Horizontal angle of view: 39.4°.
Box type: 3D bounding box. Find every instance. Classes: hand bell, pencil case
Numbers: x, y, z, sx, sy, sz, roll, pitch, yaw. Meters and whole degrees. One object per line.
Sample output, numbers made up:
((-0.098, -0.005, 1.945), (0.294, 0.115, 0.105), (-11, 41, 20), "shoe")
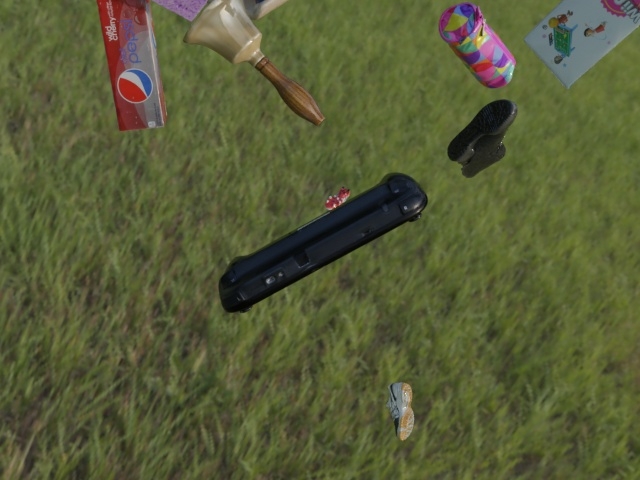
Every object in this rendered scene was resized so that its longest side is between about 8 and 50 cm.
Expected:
((-0.086, -0.270, 1.405), (0.242, 0.126, 0.126), (45, 24, -5), "hand bell")
((0.342, -0.418, 1.929), (0.104, 0.104, 0.236), (47, 10, 35), "pencil case")

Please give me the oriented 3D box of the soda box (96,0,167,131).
((-0.354, -0.345, 1.686), (0.092, 0.264, 0.083), (-6, 23, -2), "soda box")

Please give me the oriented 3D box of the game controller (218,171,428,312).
((0.000, 0.000, 1.253), (0.067, 0.319, 0.166), (61, 5, -7), "game controller")

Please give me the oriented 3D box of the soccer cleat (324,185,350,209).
((0.031, -0.073, 1.705), (0.029, 0.036, 0.083), (27, 38, 13), "soccer cleat")

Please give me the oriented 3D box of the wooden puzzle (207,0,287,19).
((-0.110, -0.626, 2.025), (0.322, 0.081, 0.347), (-37, 36, -19), "wooden puzzle")

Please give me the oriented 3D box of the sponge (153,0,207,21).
((-0.270, -0.462, 1.519), (0.210, 0.117, 0.031), (21, 42, -41), "sponge")

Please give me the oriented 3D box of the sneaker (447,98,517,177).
((0.268, -0.160, 1.422), (0.089, 0.170, 0.051), (8, 54, -38), "sneaker")

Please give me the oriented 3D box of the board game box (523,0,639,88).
((0.432, -0.357, 1.187), (0.097, 0.303, 0.224), (48, 34, 2), "board game box")

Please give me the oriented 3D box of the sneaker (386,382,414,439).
((0.114, 0.248, 1.306), (0.036, 0.083, 0.031), (0, -3, 41), "sneaker")
